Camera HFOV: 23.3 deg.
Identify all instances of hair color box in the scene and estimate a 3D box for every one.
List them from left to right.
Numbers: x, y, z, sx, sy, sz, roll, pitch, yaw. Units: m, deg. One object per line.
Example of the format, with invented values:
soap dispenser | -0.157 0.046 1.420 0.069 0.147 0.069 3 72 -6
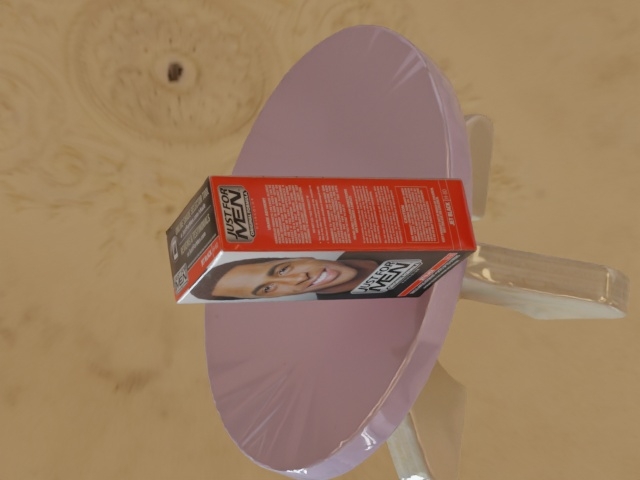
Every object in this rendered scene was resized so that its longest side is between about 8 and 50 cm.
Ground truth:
hair color box | 0.000 0.000 0.791 0.141 0.072 0.043 0 -113 -24

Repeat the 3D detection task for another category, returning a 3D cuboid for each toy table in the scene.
toy table | 0.045 0.022 0.971 0.161 0.252 0.274 27 -102 -48
